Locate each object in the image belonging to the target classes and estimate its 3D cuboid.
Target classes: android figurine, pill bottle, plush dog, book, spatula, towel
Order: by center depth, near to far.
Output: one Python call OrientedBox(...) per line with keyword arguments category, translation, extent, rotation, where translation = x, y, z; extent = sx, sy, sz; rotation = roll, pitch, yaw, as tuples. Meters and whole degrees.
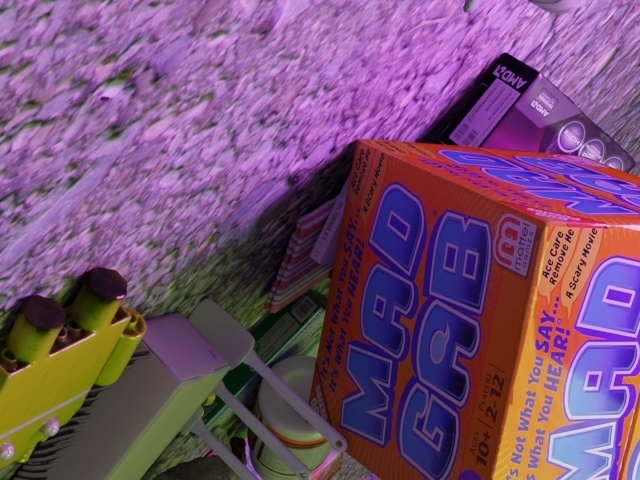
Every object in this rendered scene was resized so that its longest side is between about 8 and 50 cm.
OrientedBox(category="android figurine", translation=(-0.282, 0.144, 1.479), extent=(0.248, 0.056, 0.273), rotation=(-26, 154, -50))
OrientedBox(category="spatula", translation=(-0.090, 0.200, 1.761), extent=(0.168, 0.242, 0.019), rotation=(-51, 168, 22))
OrientedBox(category="book", translation=(0.050, -0.038, 1.817), extent=(0.096, 0.035, 0.144), rotation=(0, 121, -52))
OrientedBox(category="towel", translation=(0.000, 0.000, 1.884), extent=(0.144, 0.029, 0.197), rotation=(-34, 159, -35))
OrientedBox(category="pill bottle", translation=(-0.037, 0.254, 2.070), extent=(0.121, 0.121, 0.221), rotation=(-37, 163, -25))
OrientedBox(category="plush dog", translation=(-0.207, 0.379, 2.071), extent=(0.225, 0.211, 0.262), rotation=(-14, 141, 10))

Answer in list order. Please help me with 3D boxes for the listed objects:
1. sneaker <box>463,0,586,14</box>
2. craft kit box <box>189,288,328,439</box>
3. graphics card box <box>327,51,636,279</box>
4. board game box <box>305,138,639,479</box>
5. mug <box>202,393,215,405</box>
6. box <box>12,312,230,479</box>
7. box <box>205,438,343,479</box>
OrientedBox(category="sneaker", translation=(0.163, -0.284, 1.362), extent=(0.210, 0.137, 0.366), rotation=(-41, 159, -11))
OrientedBox(category="craft kit box", translation=(-0.071, 0.175, 2.106), extent=(0.250, 0.061, 0.246), rotation=(-45, 162, 3))
OrientedBox(category="graphics card box", translation=(0.212, -0.029, 1.950), extent=(0.233, 0.094, 0.371), rotation=(36, 94, -36))
OrientedBox(category="board game box", translation=(0.247, 0.105, 1.721), extent=(0.356, 0.356, 0.356), rotation=(2, 106, -32))
OrientedBox(category="mug", translation=(-0.149, 0.156, 1.831), extent=(0.064, 0.062, 0.078), rotation=(125, -14, -62))
OrientedBox(category="box", translation=(-0.231, 0.214, 1.713), extent=(0.275, 0.094, 0.113), rotation=(-51, 164, 21))
OrientedBox(category="box", translation=(-0.118, 0.397, 2.392), extent=(0.300, 0.142, 0.154), rotation=(-41, 164, -16))
